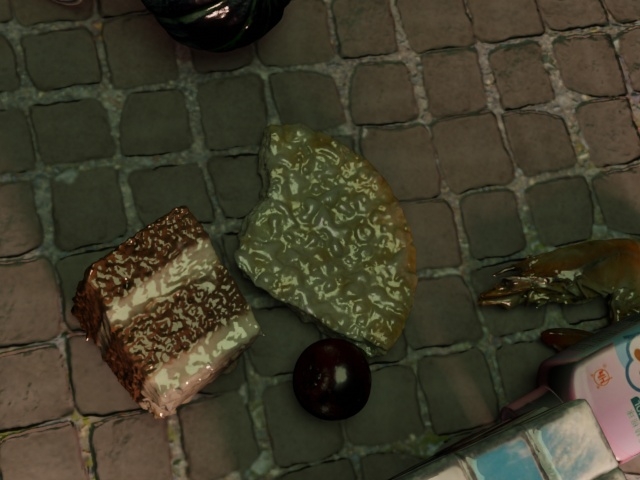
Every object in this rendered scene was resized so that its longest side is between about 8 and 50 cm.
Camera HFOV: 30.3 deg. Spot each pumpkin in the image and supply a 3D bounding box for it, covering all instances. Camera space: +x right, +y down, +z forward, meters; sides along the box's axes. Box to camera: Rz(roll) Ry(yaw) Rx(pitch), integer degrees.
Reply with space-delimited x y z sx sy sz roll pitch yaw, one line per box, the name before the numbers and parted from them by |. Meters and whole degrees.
pumpkin | -0.105 -0.289 1.199 0.150 0.194 0.194 33 67 21

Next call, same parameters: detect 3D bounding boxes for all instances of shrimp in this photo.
shrimp | 0.278 0.067 1.240 0.235 0.053 0.133 -5 95 -17

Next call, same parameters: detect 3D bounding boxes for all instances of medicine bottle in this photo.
medicine bottle | 0.278 0.159 1.169 0.188 0.094 0.119 -26 90 -12

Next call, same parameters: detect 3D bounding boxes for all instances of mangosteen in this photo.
mangosteen | 0.014 0.135 1.138 0.080 0.081 0.081 4 72 -11

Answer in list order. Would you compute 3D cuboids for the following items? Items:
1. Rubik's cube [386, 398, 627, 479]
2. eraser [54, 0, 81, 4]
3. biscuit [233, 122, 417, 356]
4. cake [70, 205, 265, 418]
Rubik's cube | 0.133 0.311 1.012 0.258 0.253 0.256 -23 79 -17
eraser | -0.212 -0.394 1.218 0.087 0.171 0.291 30 68 -21
biscuit | 0.000 0.000 1.198 0.188 0.040 0.266 -18 76 -17
cake | -0.140 0.071 1.093 0.134 0.135 0.147 -38 83 -23
